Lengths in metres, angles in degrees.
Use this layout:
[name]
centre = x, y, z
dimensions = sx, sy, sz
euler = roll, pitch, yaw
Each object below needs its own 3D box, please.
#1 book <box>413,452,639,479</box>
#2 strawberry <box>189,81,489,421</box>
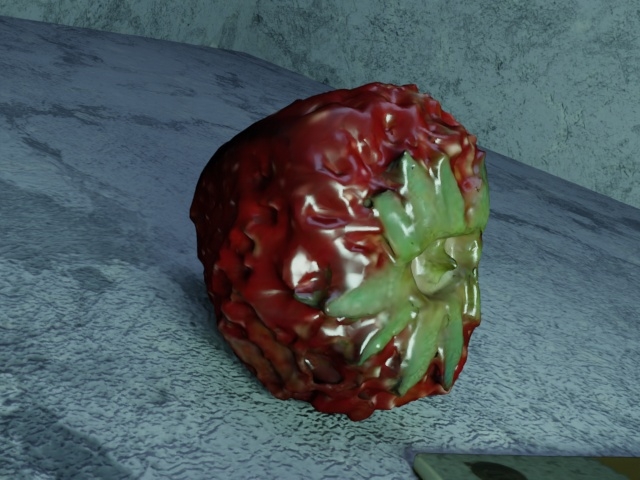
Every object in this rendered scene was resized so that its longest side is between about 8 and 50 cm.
[book]
centre = 0.304, 0.239, 0.559
dimensions = 0.389, 0.032, 0.269
euler = 7, 5, -21
[strawberry]
centre = 0.000, 0.000, 0.720
dimensions = 0.295, 0.317, 0.345
euler = -33, 28, -26
